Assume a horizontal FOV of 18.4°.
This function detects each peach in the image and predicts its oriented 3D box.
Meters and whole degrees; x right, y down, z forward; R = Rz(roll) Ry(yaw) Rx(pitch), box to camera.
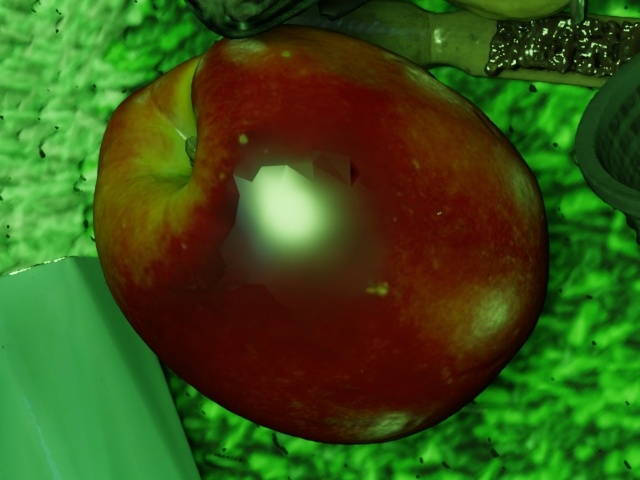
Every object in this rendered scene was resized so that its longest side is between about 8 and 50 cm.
[{"bbox_3d":[0.000,0.000,1.018,0.243,0.243,0.199,28,84,20],"label":"peach"}]

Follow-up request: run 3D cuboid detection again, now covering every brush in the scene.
[{"bbox_3d":[0.078,-0.110,1.077,0.248,0.036,0.043,8,91,23],"label":"brush"}]

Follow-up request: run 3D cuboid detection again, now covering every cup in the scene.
[{"bbox_3d":[-0.132,0.132,1.134,0.134,0.148,0.235,-15,79,-9],"label":"cup"}]

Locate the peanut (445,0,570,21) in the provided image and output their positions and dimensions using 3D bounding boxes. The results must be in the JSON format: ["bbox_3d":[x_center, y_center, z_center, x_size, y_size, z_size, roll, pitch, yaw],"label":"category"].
[{"bbox_3d":[0.018,-0.224,1.047,0.319,0.147,0.147,40,106,14],"label":"peanut"}]

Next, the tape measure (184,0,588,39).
[{"bbox_3d":[0.013,-0.215,0.910,0.231,0.149,0.245,2,96,10],"label":"tape measure"}]

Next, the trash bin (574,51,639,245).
[{"bbox_3d":[0.229,-0.011,0.937,0.175,0.175,0.161,-13,124,23],"label":"trash bin"}]
